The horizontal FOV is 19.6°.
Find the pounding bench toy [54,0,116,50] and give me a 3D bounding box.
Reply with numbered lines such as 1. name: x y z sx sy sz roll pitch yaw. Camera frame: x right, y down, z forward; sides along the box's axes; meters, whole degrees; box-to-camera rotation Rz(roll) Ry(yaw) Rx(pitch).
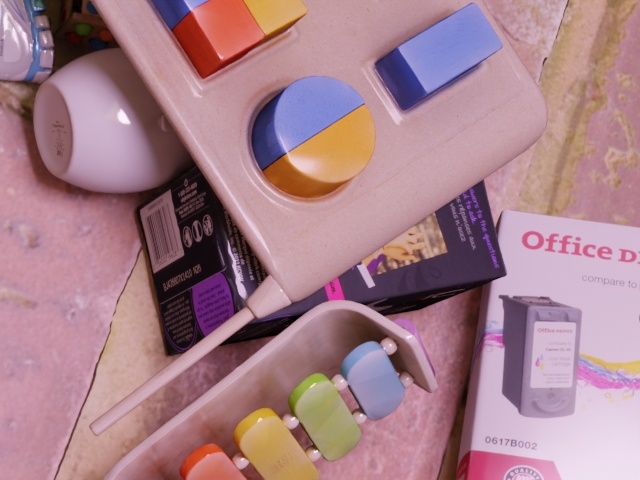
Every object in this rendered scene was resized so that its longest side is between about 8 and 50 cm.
1. pounding bench toy: -0.195 -0.210 1.634 0.052 0.083 0.065 13 70 -25

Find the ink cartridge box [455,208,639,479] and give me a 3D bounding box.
1. ink cartridge box: 0.248 0.144 1.700 0.226 0.131 0.306 8 72 2

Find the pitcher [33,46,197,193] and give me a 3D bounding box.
1. pitcher: -0.125 -0.107 1.589 0.207 0.178 0.125 -10 98 -31

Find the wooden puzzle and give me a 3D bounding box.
1. wooden puzzle: 0.011 -0.171 1.531 0.322 0.080 0.348 -33 95 -29

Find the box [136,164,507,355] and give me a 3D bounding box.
1. box: 0.000 0.000 1.630 0.270 0.165 0.143 -9 82 -30

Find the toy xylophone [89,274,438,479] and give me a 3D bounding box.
1. toy xylophone: -0.060 0.158 1.503 0.323 0.236 0.081 -42 60 1

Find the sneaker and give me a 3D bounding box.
1. sneaker: -0.286 -0.226 1.602 0.083 0.071 0.190 -8 80 -23
